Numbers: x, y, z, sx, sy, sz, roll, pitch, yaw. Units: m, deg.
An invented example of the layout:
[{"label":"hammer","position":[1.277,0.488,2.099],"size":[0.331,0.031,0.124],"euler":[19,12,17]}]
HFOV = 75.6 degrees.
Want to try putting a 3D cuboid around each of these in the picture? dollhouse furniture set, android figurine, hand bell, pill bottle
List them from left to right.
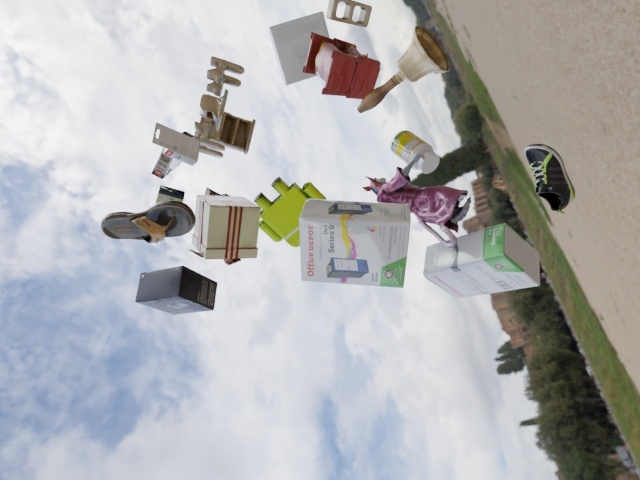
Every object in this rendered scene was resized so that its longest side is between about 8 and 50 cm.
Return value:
[{"label":"dollhouse furniture set","position":[-0.420,-0.550,1.884],"size":[0.257,0.394,0.361],"euler":[14,-96,-16]},{"label":"android figurine","position":[-0.090,-0.086,1.414],"size":[0.273,0.248,0.056],"euler":[42,-160,-23]},{"label":"dollhouse furniture set","position":[0.086,-0.599,1.116],"size":[0.152,0.374,0.201],"euler":[1,-145,-24]},{"label":"hand bell","position":[0.182,-0.392,1.022],"size":[0.126,0.242,0.126],"euler":[23,-129,-33]},{"label":"pill bottle","position":[0.389,-0.361,1.694],"size":[0.118,0.117,0.208],"euler":[35,-167,-44]}]

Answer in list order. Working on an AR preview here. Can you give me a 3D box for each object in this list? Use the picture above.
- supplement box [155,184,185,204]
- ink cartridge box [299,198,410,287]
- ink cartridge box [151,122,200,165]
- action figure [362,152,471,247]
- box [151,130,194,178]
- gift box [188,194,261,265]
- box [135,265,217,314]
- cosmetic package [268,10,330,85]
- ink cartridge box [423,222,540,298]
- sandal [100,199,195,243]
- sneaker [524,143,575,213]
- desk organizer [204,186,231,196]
[{"label":"supplement box","position":[-0.508,-0.129,1.385],"size":[0.083,0.083,0.056],"euler":[15,-156,-22]},{"label":"ink cartridge box","position":[0.067,0.005,0.835],"size":[0.093,0.213,0.154],"euler":[-72,-15,-59]},{"label":"ink cartridge box","position":[-0.354,-0.234,1.006],"size":[0.115,0.029,0.062],"euler":[20,-119,-37]},{"label":"action figure","position":[0.311,-0.128,1.406],"size":[0.248,0.370,0.275],"euler":[59,-131,-64]},{"label":"box","position":[-0.444,-0.264,1.254],"size":[0.036,0.114,0.207],"euler":[29,-164,-14]},{"label":"gift box","position":[-0.424,-0.047,1.750],"size":[0.277,0.255,0.258],"euler":[0,-73,-26]},{"label":"box","position":[-0.412,0.148,1.190],"size":[0.158,0.156,0.093],"euler":[44,-138,-55]},{"label":"cosmetic package","position":[-0.073,-0.782,1.696],"size":[0.138,0.224,0.224],"euler":[-116,9,-69]},{"label":"ink cartridge box","position":[0.510,0.077,1.327],"size":[0.211,0.289,0.121],"euler":[32,-123,-29]},{"label":"sandal","position":[-0.369,-0.029,0.874],"size":[0.060,0.220,0.090],"euler":[-86,-11,-49]},{"label":"sneaker","position":[0.691,-0.185,1.250],"size":[0.097,0.084,0.234],"euler":[-43,-81,-22]},{"label":"desk organizer","position":[-0.478,-0.204,1.931],"size":[0.130,0.047,0.050],"euler":[29,-114,-47]}]
